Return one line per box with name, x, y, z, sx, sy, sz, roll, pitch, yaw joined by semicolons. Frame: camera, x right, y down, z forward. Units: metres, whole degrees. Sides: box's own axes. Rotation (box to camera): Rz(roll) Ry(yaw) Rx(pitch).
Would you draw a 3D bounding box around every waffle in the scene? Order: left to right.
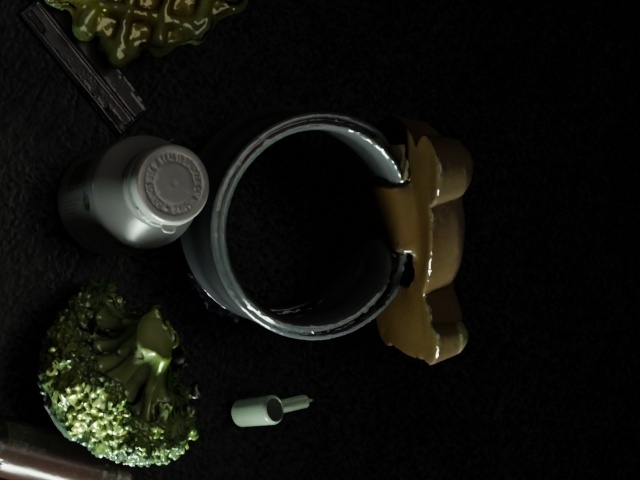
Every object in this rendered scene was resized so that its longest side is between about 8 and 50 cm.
waffle;-0.216;-0.380;1.910;0.317;0.073;0.297;-34;96;-12

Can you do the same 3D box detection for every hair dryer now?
hair dryer;-0.052;0.214;1.982;0.124;0.063;0.038;-7;87;-50

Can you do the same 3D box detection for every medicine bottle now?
medicine bottle;-0.217;-0.055;1.813;0.135;0.215;0.135;3;84;-29

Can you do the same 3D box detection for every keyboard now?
keyboard;-0.292;-0.223;1.905;0.063;0.010;0.198;-46;107;-27

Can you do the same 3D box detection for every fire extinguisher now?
fire extinguisher;-0.348;0.238;1.793;0.268;0.072;0.089;20;81;-26

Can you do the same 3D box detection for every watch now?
watch;0.000;0.000;1.923;0.327;0.314;0.335;-8;100;-18

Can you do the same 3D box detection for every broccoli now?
broccoli;-0.234;0.152;1.802;0.198;0.176;0.226;26;67;-34
